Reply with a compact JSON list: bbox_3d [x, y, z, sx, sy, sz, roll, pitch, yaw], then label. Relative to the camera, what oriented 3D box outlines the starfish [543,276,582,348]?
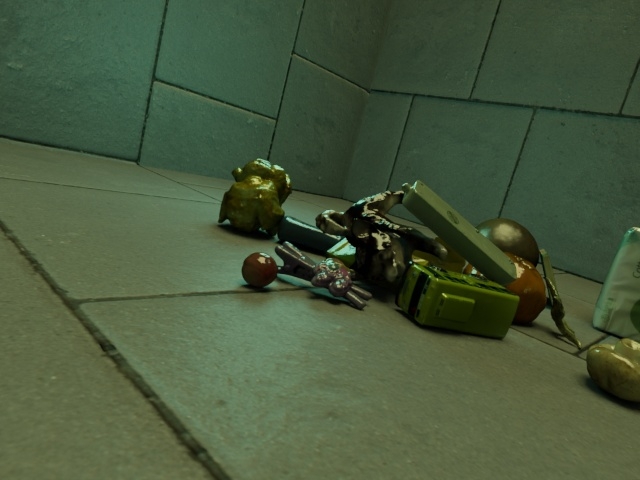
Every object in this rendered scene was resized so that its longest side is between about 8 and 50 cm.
[{"bbox_3d":[0.672,0.203,1.242,0.217,0.050,0.224,54,20,-43],"label":"starfish"}]

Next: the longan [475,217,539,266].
[{"bbox_3d":[0.735,0.048,1.811,0.297,0.298,0.297,14,10,-3],"label":"longan"}]

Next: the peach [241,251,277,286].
[{"bbox_3d":[-0.135,0.065,0.996,0.083,0.083,0.083,14,10,-3],"label":"peach"}]

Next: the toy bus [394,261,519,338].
[{"bbox_3d":[0.331,0.146,1.078,0.261,0.128,0.150,13,13,-19],"label":"toy bus"}]

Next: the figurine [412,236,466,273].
[{"bbox_3d":[0.414,0.086,1.541,0.168,0.187,0.315,57,15,17],"label":"figurine"}]

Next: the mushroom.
[{"bbox_3d":[0.616,0.261,0.904,0.147,0.112,0.148,11,19,-4],"label":"mushroom"}]

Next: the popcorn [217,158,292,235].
[{"bbox_3d":[-0.224,-0.150,1.556,0.225,0.277,0.276,16,9,-21],"label":"popcorn"}]

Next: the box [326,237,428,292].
[{"bbox_3d":[0.171,0.062,1.356,0.278,0.041,0.153,23,41,32],"label":"box"}]

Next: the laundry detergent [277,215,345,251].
[{"bbox_3d":[0.000,0.000,1.537,0.289,0.094,0.143,19,-2,10],"label":"laundry detergent"}]

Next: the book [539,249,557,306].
[{"bbox_3d":[0.873,0.143,1.693,0.027,0.202,0.264,-11,0,24],"label":"book"}]

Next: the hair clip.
[{"bbox_3d":[-0.010,0.080,1.073,0.278,0.091,0.137,18,19,18],"label":"hair clip"}]

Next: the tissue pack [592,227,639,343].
[{"bbox_3d":[1.069,0.143,1.481,0.193,0.357,0.266,22,12,36],"label":"tissue pack"}]

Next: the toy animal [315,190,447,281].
[{"bbox_3d":[0.147,0.007,1.245,0.302,0.195,0.344,0,31,-9],"label":"toy animal"}]

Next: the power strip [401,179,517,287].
[{"bbox_3d":[0.360,-0.022,1.172,0.385,0.062,0.091,39,35,-6],"label":"power strip"}]

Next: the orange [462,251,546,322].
[{"bbox_3d":[0.546,0.128,1.324,0.248,0.184,0.249,15,9,-2],"label":"orange"}]
